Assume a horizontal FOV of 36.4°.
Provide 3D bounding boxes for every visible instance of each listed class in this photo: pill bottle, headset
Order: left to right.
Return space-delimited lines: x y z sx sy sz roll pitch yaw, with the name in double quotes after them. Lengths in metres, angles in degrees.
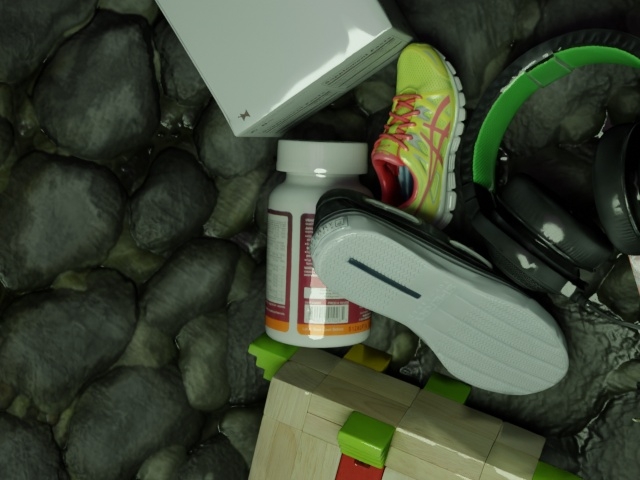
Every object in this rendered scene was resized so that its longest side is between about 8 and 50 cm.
0.000 0.000 1.083 0.121 0.121 0.221 4 97 17 "pill bottle"
0.283 -0.016 0.953 0.243 0.185 0.394 -29 56 31 "headset"

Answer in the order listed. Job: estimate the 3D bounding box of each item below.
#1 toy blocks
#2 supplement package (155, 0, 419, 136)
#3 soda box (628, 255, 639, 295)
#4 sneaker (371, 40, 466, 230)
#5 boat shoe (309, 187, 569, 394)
0.067 0.294 1.083 0.381 0.191 0.261 19 113 15 "toy blocks"
-0.054 -0.275 1.059 0.204 0.145 0.262 -32 86 18 "supplement package"
0.372 0.089 1.006 0.058 0.063 0.183 -16 91 19 "soda box"
0.097 -0.109 1.043 0.081 0.094 0.209 4 97 52 "sneaker"
0.133 0.044 1.016 0.335 0.119 0.121 35 121 -25 "boat shoe"
